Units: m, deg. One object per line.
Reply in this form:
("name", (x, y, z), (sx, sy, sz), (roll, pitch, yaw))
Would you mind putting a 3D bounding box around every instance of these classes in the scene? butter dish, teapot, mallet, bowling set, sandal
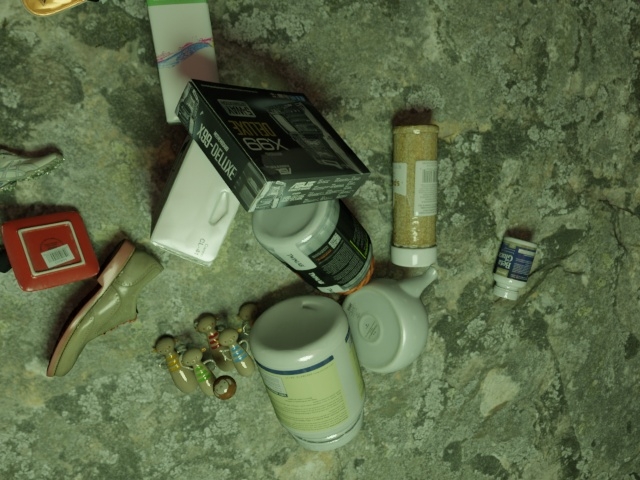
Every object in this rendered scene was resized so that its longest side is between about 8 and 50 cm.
("butter dish", (-0.588, 0.034, 1.086), (0.160, 0.118, 0.160), (-17, 79, -41))
("teapot", (0.185, 0.214, 1.298), (0.187, 0.256, 0.253), (-5, 82, -44))
("mallet", (-0.723, -0.018, 1.078), (0.062, 0.039, 0.190), (-37, 104, -5))
("bowling set", (-0.239, 0.266, 1.188), (0.286, 0.200, 0.154), (-29, 105, -13))
("sandal", (-0.474, -0.521, 1.017), (0.265, 0.076, 0.102), (-33, 145, -2))

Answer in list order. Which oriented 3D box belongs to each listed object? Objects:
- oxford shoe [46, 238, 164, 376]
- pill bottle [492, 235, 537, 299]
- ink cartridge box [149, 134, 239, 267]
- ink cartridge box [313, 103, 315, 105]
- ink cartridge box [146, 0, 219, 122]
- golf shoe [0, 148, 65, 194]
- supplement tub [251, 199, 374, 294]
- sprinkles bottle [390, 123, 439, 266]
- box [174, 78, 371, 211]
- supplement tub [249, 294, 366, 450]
("oxford shoe", (-0.487, 0.173, 1.135), (0.130, 0.123, 0.348), (34, 91, -24))
("pill bottle", (0.547, 0.079, 1.428), (0.094, 0.094, 0.170), (12, 96, -18))
("ink cartridge box", (-0.257, -0.099, 1.052), (0.131, 0.306, 0.226), (23, 92, -20))
("ink cartridge box", (-0.082, -0.207, 1.173), (0.231, 0.134, 0.078), (-47, 108, -3))
("ink cartridge box", (-0.284, -0.385, 1.047), (0.116, 0.201, 0.279), (-9, 103, -14))
("golf shoe", (-0.639, -0.161, 1.060), (0.176, 0.069, 0.086), (-26, 100, -11))
("supplement tub", (0.000, 0.000, 1.148), (0.194, 0.193, 0.316), (-48, 142, -3))
("sprinkles bottle", (0.242, -0.115, 1.291), (0.121, 0.121, 0.356), (-4, 101, -15))
("box", (-0.078, -0.178, 0.934), (0.242, 0.307, 0.076), (53, 125, 19))
("supplement tub", (-0.020, 0.322, 1.217), (0.235, 0.235, 0.325), (-21, 119, -12))
